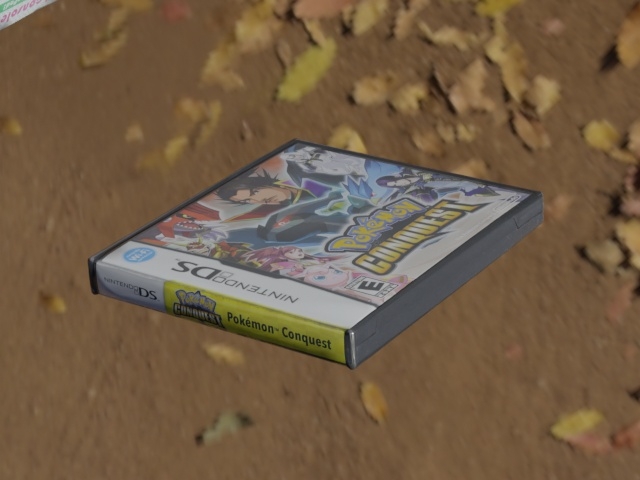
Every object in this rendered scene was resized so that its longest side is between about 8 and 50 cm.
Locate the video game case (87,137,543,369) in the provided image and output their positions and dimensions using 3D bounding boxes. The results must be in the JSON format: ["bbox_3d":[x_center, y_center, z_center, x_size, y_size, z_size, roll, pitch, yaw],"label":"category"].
[{"bbox_3d":[0.000,0.000,1.476,0.275,0.248,0.035,-34,129,-46],"label":"video game case"}]

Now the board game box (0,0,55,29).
[{"bbox_3d":[-0.146,-0.298,1.168,0.097,0.224,0.303,34,128,16],"label":"board game box"}]
